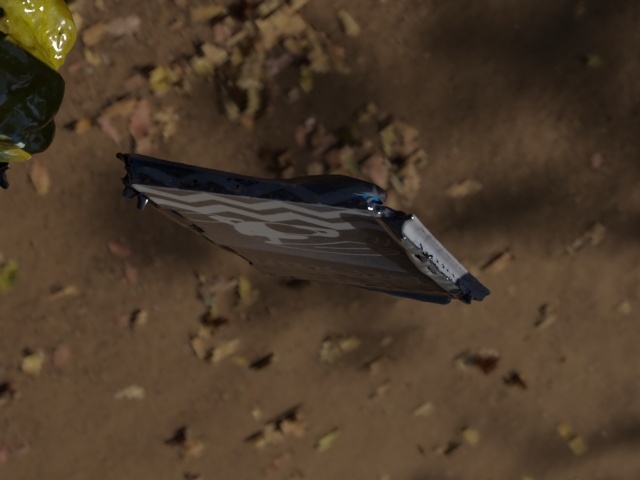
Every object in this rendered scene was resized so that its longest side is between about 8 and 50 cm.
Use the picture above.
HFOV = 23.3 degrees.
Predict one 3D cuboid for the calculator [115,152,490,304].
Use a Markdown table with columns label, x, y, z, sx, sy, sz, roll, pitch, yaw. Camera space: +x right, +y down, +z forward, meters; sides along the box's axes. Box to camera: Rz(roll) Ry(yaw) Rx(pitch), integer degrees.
| label | x | y | z | sx | sy | sz | roll | pitch | yaw |
| --- | --- | --- | --- | --- | --- | --- | --- | --- | --- |
| calculator | 0.000 | -0.001 | 0.895 | 0.274 | 0.166 | 0.028 | 38 | 63 | -72 |

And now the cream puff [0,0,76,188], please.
| label | x | y | z | sx | sy | sz | roll | pitch | yaw |
| --- | --- | --- | --- | --- | --- | --- | --- | --- | --- |
| cream puff | -0.206 | -0.116 | 0.876 | 0.121 | 0.156 | 0.156 | -14 | 143 | 27 |
